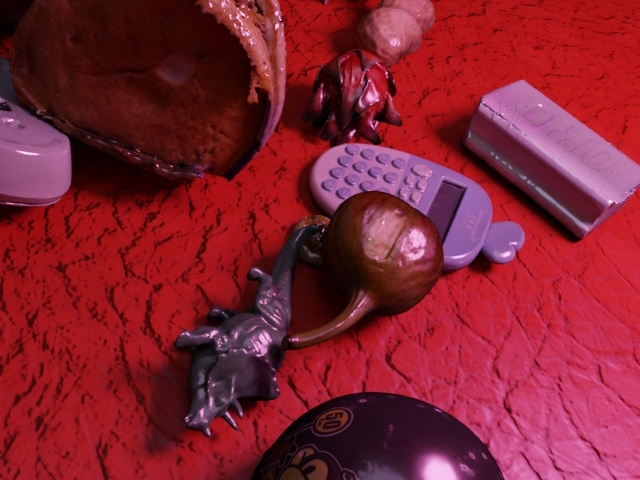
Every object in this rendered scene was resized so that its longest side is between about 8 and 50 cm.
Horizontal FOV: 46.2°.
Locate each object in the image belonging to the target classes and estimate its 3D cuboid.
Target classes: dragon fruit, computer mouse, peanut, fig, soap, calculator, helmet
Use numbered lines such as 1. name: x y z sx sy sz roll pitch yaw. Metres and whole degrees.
1. dragon fruit: 0.046 -0.212 1.105 0.121 0.130 0.142 31 35 -37
2. computer mouse: -0.399 -0.134 0.893 0.159 0.097 0.288 1 36 -46
3. peanut: 0.131 -0.367 1.287 0.104 0.085 0.228 31 45 1
4. fig: 0.043 0.048 0.837 0.149 0.149 0.245 30 47 10
5. soap: 0.350 -0.128 1.132 0.150 0.094 0.261 -30 63 -36
6. calculator: 0.129 -0.045 1.022 0.302 0.042 0.188 26 45 6
7. helmet: 0.073 0.236 0.669 0.279 0.160 0.230 8 46 -10

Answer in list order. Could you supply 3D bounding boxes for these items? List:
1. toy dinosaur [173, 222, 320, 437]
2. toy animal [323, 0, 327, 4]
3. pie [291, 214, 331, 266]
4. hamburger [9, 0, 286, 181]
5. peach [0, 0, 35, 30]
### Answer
1. toy dinosaur: -0.085 0.084 0.815 0.120 0.079 0.292 19 47 -8
2. toy animal: 0.089 -0.496 1.371 0.206 0.081 0.367 -19 29 -5
3. pie: 0.001 0.000 0.954 0.084 0.021 0.084 9 48 -10
4. hamburger: -0.185 -0.227 0.895 0.318 0.277 0.195 29 31 -8
5. peach: -0.430 -0.451 1.020 0.335 0.310 0.406 50 34 -21
